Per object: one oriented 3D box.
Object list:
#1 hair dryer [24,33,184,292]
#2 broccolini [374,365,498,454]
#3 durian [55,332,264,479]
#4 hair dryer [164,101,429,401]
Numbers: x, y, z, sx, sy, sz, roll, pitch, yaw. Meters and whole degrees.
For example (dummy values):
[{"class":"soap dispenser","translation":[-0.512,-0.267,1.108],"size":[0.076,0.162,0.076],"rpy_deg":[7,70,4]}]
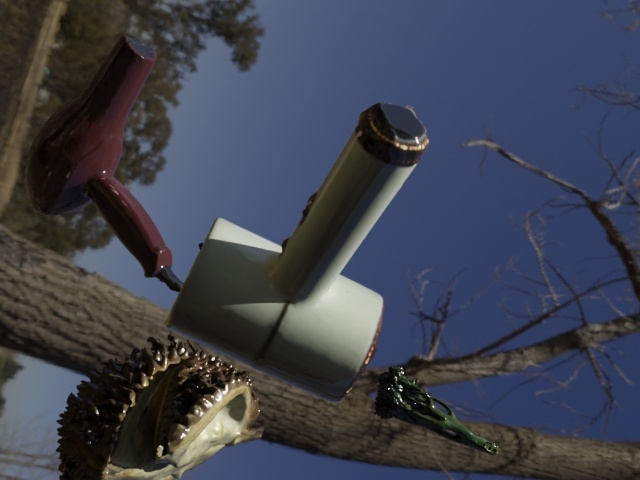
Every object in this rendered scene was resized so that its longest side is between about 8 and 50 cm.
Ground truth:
[{"class":"hair dryer","translation":[-0.269,-0.080,1.101],"size":[0.312,0.340,0.123],"rpy_deg":[-45,169,26]},{"class":"broccolini","translation":[0.164,0.249,1.080],"size":[0.074,0.201,0.058],"rpy_deg":[-53,-166,39]},{"class":"durian","translation":[-0.076,0.084,0.378],"size":[0.110,0.140,0.071],"rpy_deg":[-36,-111,19]},{"class":"hair dryer","translation":[0.000,0.000,0.704],"size":[0.362,0.203,0.128],"rpy_deg":[-58,-171,43]}]
